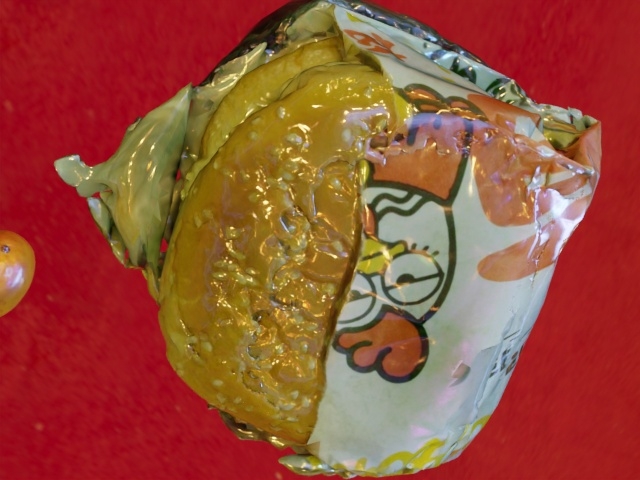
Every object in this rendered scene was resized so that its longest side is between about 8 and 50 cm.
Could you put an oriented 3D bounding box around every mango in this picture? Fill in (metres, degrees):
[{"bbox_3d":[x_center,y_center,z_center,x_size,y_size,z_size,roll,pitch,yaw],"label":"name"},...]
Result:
[{"bbox_3d":[-0.211,0.023,1.069,0.046,0.089,0.060,29,73,-7],"label":"mango"}]

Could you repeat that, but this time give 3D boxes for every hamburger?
[{"bbox_3d":[-0.003,-0.002,0.752,0.235,0.125,0.214,24,103,-16],"label":"hamburger"}]
